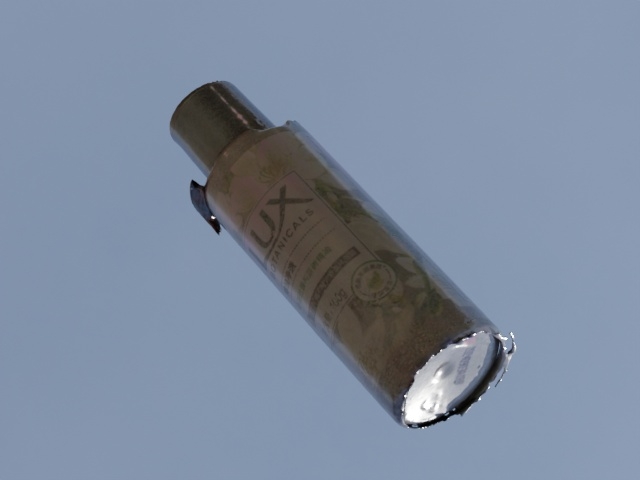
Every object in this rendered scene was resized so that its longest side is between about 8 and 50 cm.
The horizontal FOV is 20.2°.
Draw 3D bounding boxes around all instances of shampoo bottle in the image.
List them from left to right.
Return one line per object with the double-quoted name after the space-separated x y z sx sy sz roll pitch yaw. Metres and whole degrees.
0.000 0.000 0.872 0.072 0.072 0.214 -44 -123 2 "shampoo bottle"
